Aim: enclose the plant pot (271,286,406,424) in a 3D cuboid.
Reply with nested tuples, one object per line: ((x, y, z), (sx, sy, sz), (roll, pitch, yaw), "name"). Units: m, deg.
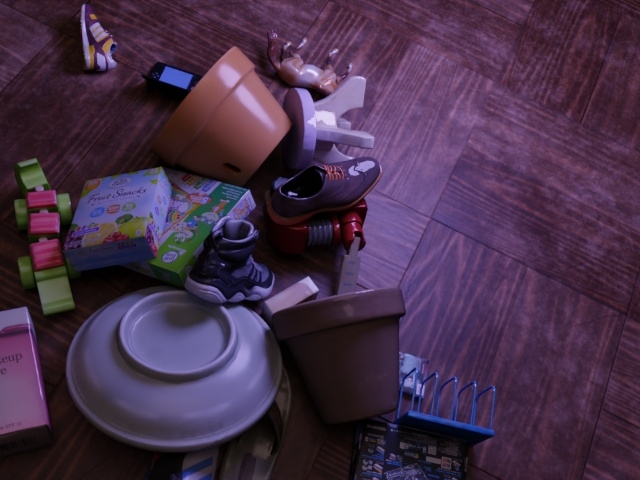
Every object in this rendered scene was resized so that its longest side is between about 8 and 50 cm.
((0.052, 0.226, 1.559), (0.263, 0.263, 0.229), (-9, 81, -17), "plant pot")

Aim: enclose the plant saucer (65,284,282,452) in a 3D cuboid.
((-0.263, 0.198, 1.494), (0.400, 0.101, 0.400), (7, 39, -6), "plant saucer")

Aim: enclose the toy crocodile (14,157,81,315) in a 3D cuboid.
((-0.550, -0.009, 1.620), (0.115, 0.105, 0.341), (-8, 63, -17), "toy crocodile")

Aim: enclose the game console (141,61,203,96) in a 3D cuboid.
((-0.346, -0.384, 1.907), (0.122, 0.071, 0.107), (19, 58, -2), "game console")

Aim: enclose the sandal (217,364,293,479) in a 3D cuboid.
((-0.115, 0.347, 1.518), (0.120, 0.086, 0.303), (11, 58, -6), "sandal")

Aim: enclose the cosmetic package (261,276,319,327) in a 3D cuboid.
((-0.063, 0.127, 1.676), (0.115, 0.060, 0.041), (-30, 70, -24), "cosmetic package")

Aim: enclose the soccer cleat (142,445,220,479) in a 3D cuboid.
((-0.241, 0.409, 1.454), (0.116, 0.143, 0.331), (-7, 34, 19), "soccer cleat")

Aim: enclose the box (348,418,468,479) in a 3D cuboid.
((0.167, 0.448, 1.543), (0.220, 0.051, 0.175), (13, 58, -5), "box")

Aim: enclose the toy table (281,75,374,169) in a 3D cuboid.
((0.010, -0.245, 1.819), (0.160, 0.252, 0.274), (2, 29, -15), "toy table")

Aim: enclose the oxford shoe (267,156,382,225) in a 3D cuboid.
((0.021, -0.116, 1.668), (0.271, 0.098, 0.097), (-27, 70, -24), "oxford shoe")

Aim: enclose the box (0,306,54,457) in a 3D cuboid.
((-0.573, 0.258, 1.445), (0.148, 0.127, 0.232), (-12, 64, -18), "box")

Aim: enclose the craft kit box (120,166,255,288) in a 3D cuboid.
((-0.302, -0.034, 1.660), (0.249, 0.061, 0.247), (15, 55, 30), "craft kit box")

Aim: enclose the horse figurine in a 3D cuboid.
((-0.026, -0.426, 2.008), (0.263, 0.066, 0.174), (20, 52, -3), "horse figurine")

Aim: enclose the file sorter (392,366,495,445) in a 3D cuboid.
((0.244, 0.324, 1.586), (0.170, 0.118, 0.104), (14, 66, -4), "file sorter")

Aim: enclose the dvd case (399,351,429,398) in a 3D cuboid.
((0.161, 0.271, 1.669), (0.119, 0.013, 0.087), (15, 58, -3), "dvd case")

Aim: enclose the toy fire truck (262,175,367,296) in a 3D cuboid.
((0.000, 0.000, 1.731), (0.217, 0.158, 0.246), (-4, 51, -15), "toy fire truck")

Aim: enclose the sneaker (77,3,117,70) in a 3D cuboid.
((-0.531, -0.480, 1.931), (0.083, 0.069, 0.186), (-1, 66, -23), "sneaker")

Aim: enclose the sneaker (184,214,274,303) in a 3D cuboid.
((-0.152, 0.034, 1.590), (0.101, 0.153, 0.268), (26, 12, 22), "sneaker")

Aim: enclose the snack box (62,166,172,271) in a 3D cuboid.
((-0.400, -0.045, 1.614), (0.174, 0.070, 0.207), (-10, 43, 10), "snack box")

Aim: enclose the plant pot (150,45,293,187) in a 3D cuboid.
((-0.197, -0.242, 1.751), (0.203, 0.291, 0.291), (39, 58, -7), "plant pot")
